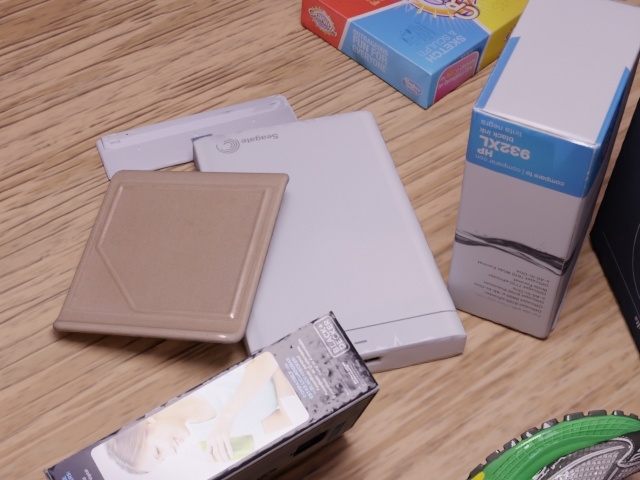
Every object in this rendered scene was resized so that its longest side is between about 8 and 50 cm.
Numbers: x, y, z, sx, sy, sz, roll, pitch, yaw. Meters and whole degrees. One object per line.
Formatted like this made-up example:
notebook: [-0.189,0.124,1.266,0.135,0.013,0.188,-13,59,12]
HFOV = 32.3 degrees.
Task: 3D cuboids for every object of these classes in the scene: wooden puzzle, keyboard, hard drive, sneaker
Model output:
wooden puzzle: [-0.161,0.015,1.231,0.220,0.044,0.239,3,52,18]
keyboard: [-0.153,-0.133,1.406,0.256,0.014,0.072,-16,58,-15]
hard drive: [0.000,0.000,1.279,0.233,0.047,0.353,-11,52,-11]
sneaker: [0.181,0.279,1.019,0.343,0.134,0.146,-32,66,-13]

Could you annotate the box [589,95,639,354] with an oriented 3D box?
box: [0.452,-0.029,1.099,0.211,0.395,0.294,-6,52,-9]

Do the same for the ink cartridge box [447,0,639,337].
ink cartridge box: [0.239,-0.080,1.190,0.129,0.307,0.223,18,52,15]

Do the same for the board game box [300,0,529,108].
board game box: [0.168,-0.339,1.557,0.242,0.064,0.316,38,58,25]

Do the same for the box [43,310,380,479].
box: [-0.099,0.190,1.018,0.290,0.169,0.087,-27,74,-19]
